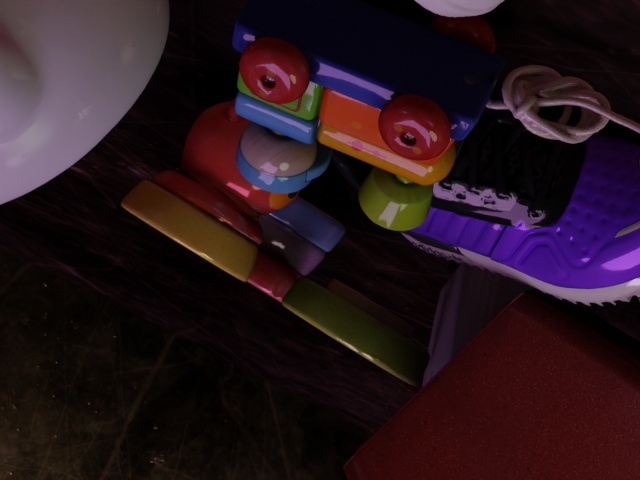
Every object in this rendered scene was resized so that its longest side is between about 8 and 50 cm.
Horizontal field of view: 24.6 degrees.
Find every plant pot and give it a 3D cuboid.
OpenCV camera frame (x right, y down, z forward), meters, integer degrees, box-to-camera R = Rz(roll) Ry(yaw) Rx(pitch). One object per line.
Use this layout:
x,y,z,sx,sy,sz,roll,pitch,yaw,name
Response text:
0.172,0.179,1.067,0.236,0.267,0.267,46,-171,9,plant pot

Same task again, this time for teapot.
-0.231,-0.156,0.900,0.256,0.252,0.187,-1,141,37,teapot

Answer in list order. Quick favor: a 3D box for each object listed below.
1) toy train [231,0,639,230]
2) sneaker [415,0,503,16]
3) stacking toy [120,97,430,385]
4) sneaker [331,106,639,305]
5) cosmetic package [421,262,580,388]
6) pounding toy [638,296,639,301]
0.064,-0.058,0.887,0.248,0.105,0.143,23,140,7,toy train
0.075,-0.165,0.647,0.094,0.080,0.212,6,159,22,sneaker
0.000,0.000,1.269,0.280,0.130,0.309,31,178,9,stacking toy
0.112,-0.041,0.972,0.293,0.102,0.146,8,158,49,sneaker
0.157,0.087,1.303,0.107,0.127,0.238,12,165,2,cosmetic package
0.306,0.037,0.949,0.181,0.094,0.206,16,164,34,pounding toy
